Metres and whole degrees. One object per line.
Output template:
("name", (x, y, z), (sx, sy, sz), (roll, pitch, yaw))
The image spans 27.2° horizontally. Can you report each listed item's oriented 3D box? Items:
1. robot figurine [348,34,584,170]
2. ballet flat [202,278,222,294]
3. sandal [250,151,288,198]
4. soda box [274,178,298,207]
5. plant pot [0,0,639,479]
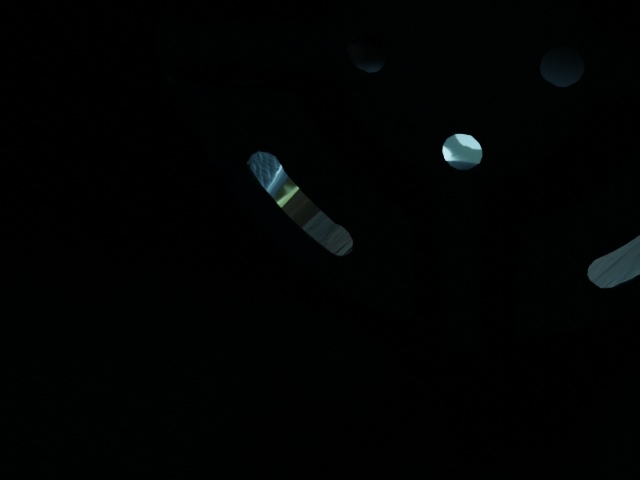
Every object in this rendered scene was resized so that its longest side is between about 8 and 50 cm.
("robot figurine", (0.117, -0.104, 0.943), (0.173, 0.278, 0.209), (27, -73, 62))
("ballet flat", (-0.077, 0.035, 0.584), (0.123, 0.123, 0.348), (-42, 180, 12))
("sandal", (-0.079, -0.024, 0.965), (0.054, 0.097, 0.254), (-39, 176, -47))
("soda box", (-0.092, -0.025, 1.170), (0.181, 0.061, 0.058), (-39, 176, -45))
("plant pot", (0.000, 0.000, 0.347), (0.341, 0.341, 0.334), (-43, -174, 33))
